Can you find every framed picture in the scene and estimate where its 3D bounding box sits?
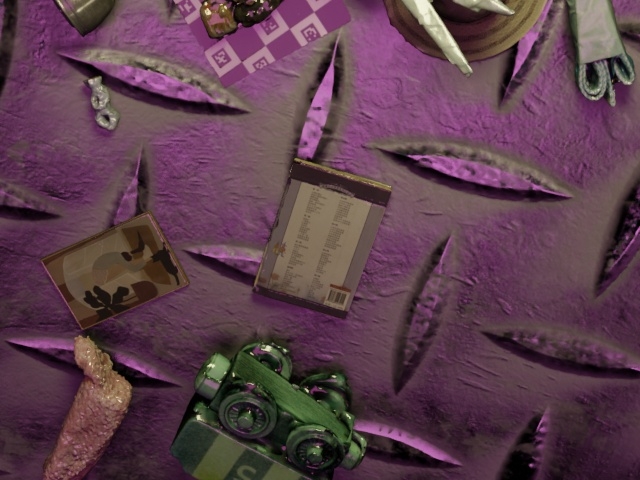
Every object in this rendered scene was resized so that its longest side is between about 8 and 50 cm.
[{"bbox_3d":[-0.328,0.050,1.421,0.201,0.010,0.136,-23,108,10],"label":"framed picture"}]

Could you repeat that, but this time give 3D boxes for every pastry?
[{"bbox_3d":[-0.380,0.291,1.465,0.112,0.103,0.265,15,112,-11],"label":"pastry"}]

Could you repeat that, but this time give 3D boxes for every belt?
[{"bbox_3d":[0.377,-0.335,1.222,0.087,0.072,0.302,-12,109,9],"label":"belt"}]

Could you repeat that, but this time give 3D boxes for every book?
[{"bbox_3d":[0.000,0.000,1.385,0.157,0.026,0.231,17,110,-7],"label":"book"}]

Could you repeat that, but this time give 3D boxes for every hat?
[{"bbox_3d":[0.200,-0.358,1.202,0.252,0.110,0.252,1,111,2],"label":"hat"}]

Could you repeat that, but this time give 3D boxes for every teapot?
[{"bbox_3d":[-0.333,-0.357,1.236,0.091,0.092,0.124,-34,112,-4],"label":"teapot"}]

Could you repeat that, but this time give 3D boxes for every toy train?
[{"bbox_3d":[-0.082,0.305,1.433,0.299,0.167,0.238,31,118,-7],"label":"toy train"}]

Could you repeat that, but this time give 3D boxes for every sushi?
[{"bbox_3d":[-0.094,-0.340,1.250,0.215,0.050,0.192,-27,107,12],"label":"sushi"}]

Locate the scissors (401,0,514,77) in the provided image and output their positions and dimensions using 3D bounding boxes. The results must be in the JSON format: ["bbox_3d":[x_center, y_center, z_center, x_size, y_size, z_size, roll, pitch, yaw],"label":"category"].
[{"bbox_3d":[0.079,-0.367,1.163,0.383,0.029,0.256,44,98,10],"label":"scissors"}]

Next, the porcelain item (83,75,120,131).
[{"bbox_3d":[-0.325,-0.201,1.321,0.036,0.028,0.083,-16,110,5],"label":"porcelain item"}]
